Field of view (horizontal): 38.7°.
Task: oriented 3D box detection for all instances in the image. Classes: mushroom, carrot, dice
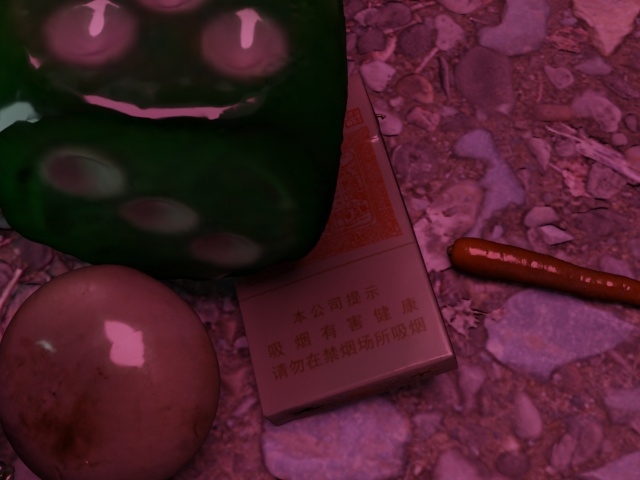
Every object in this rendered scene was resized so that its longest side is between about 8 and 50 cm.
[{"bbox_3d":[-0.202,0.136,0.883,0.227,0.178,0.226,-2,83,18],"label":"mushroom"},{"bbox_3d":[0.264,0.038,1.029,0.248,0.043,0.043,13,61,2],"label":"carrot"},{"bbox_3d":[-0.138,-0.139,0.873,0.300,0.297,0.287,4,60,-6],"label":"dice"}]

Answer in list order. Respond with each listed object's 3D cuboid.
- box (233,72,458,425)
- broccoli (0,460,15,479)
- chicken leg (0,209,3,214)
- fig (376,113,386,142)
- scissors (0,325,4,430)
[{"bbox_3d":[0.000,-0.001,1.003,0.205,0.051,0.365,-19,61,7],"label":"box"},{"bbox_3d":[-0.441,0.209,0.777,0.281,0.293,0.347,-34,58,9],"label":"broccoli"},{"bbox_3d":[-0.408,-0.067,1.014,0.429,0.152,0.201,12,73,-4],"label":"chicken leg"},{"bbox_3d":[0.059,-0.127,1.109,0.050,0.050,0.083,17,50,7],"label":"fig"},{"bbox_3d":[-0.344,0.155,0.947,0.085,0.022,0.176,-31,63,-21],"label":"scissors"}]
